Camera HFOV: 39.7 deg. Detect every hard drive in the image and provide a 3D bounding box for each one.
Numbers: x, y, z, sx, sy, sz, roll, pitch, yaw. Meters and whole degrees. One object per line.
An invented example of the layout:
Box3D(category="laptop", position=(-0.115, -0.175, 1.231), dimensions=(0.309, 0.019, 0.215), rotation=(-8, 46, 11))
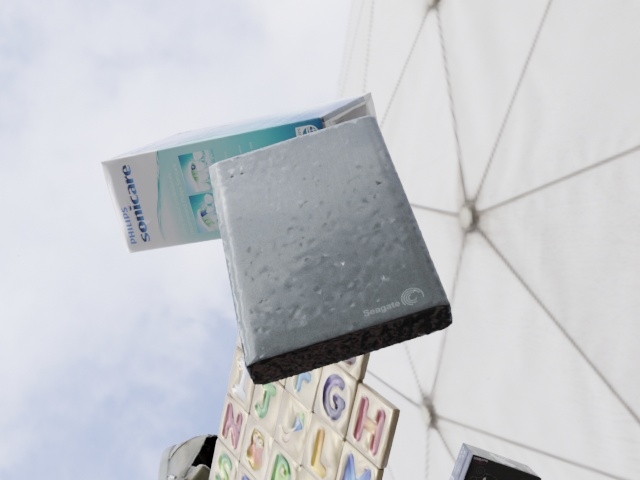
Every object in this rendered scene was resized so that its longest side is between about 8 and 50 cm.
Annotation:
Box3D(category="hard drive", position=(0.000, 0.000, 0.435), dimensions=(0.094, 0.135, 0.022), rotation=(-17, -42, 1))

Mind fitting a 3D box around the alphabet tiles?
Box3D(category="alphabet tiles", position=(-0.031, 0.212, 0.891), dimensions=(0.011, 0.285, 0.343), rotation=(4, -75, -33))

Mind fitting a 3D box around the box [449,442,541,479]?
Box3D(category="box", position=(0.193, 0.273, 0.992), dimensions=(0.083, 0.052, 0.062), rotation=(20, -89, -4))

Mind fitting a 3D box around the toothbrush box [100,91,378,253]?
Box3D(category="toothbrush box", position=(-0.086, -0.087, 1.118), dimensions=(0.295, 0.216, 0.126), rotation=(-9, -77, 22))

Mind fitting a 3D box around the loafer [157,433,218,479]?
Box3D(category="loafer", position=(-0.157, 0.327, 1.117), dimensions=(0.087, 0.251, 0.094), rotation=(-39, -63, 10))
